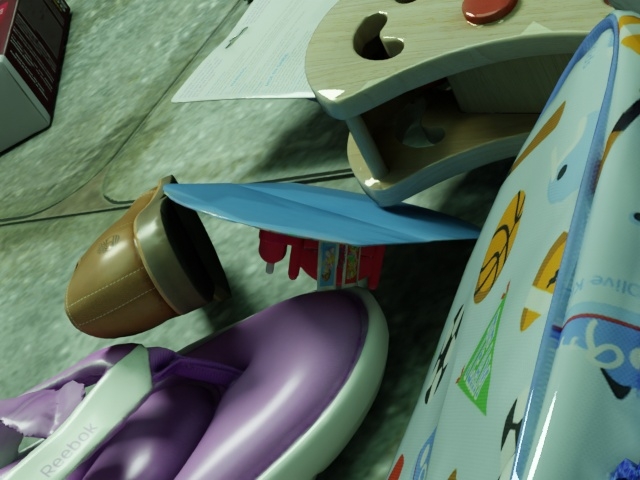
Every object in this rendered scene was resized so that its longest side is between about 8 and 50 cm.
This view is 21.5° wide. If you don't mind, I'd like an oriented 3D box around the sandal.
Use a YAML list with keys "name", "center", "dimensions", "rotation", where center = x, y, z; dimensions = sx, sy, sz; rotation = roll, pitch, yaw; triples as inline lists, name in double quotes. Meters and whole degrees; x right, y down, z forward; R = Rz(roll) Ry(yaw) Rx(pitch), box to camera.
- name: "sandal"
  center: [-0.157, 0.130, 0.825]
  dimensions: [0.416, 0.102, 0.169]
  rotation: [-31, 30, 6]

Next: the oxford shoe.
- name: "oxford shoe"
  center: [-0.096, 0.013, 0.906]
  dimensions: [0.076, 0.076, 0.212]
  rotation: [-28, 0, 5]

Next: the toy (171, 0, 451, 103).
- name: "toy"
  center: [0.037, -0.116, 1.047]
  dimensions: [0.237, 0.056, 0.137]
  rotation: [-2, 40, 39]

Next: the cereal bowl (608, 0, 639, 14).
- name: "cereal bowl"
  center: [0.263, -0.192, 0.690]
  dimensions: [0.339, 0.141, 0.339]
  rotation: [-36, 27, 22]

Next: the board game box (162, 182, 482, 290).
- name: "board game box"
  center: [0.000, 0.000, 0.856]
  dimensions: [0.133, 0.033, 0.168]
  rotation: [17, 12, 37]

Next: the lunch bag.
- name: "lunch bag"
  center: [0.078, 0.089, 0.494]
  dimensions: [0.243, 0.115, 0.303]
  rotation: [111, 178, -46]

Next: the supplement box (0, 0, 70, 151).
- name: "supplement box"
  center: [-0.294, -0.149, 1.451]
  dimensions: [0.130, 0.073, 0.239]
  rotation: [-28, 29, 13]

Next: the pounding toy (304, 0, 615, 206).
- name: "pounding toy"
  center: [0.070, -0.118, 0.852]
  dimensions: [0.269, 0.155, 0.154]
  rotation: [9, 52, 36]
